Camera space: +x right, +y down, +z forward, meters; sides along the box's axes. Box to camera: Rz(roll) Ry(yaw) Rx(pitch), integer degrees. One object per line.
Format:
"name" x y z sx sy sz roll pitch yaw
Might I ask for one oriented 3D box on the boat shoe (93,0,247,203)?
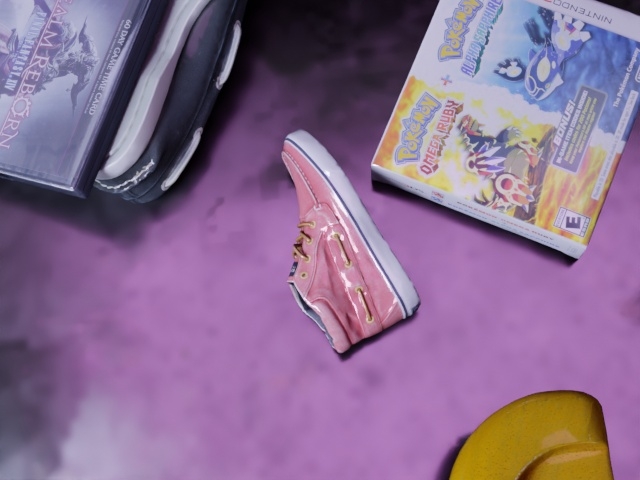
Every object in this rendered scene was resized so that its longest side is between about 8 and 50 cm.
"boat shoe" -0.118 -0.177 0.932 0.114 0.091 0.302 22 81 29

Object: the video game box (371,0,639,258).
"video game box" 0.164 -0.114 0.924 0.187 0.048 0.205 21 79 10

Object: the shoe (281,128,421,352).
"shoe" 0.000 0.000 0.896 0.081 0.063 0.178 -31 82 -9

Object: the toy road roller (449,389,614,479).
"toy road roller" 0.104 0.240 0.776 0.329 0.202 0.240 -4 61 3

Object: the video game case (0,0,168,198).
"video game case" -0.266 -0.153 0.918 0.274 0.026 0.196 14 77 28
